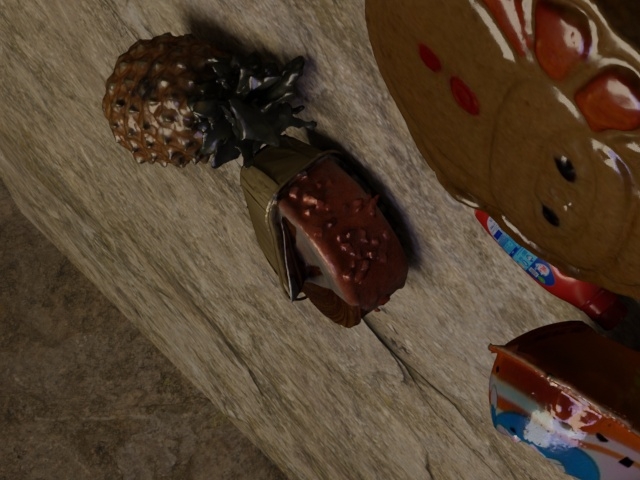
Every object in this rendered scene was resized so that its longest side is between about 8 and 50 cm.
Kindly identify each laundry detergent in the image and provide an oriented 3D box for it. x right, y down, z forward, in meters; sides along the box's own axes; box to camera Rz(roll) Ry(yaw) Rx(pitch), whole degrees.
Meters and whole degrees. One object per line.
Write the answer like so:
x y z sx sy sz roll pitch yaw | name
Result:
0.215 0.011 1.387 0.165 0.049 0.097 46 154 7 | laundry detergent

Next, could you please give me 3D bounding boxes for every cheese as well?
0.251 0.157 1.444 0.217 0.129 0.329 32 177 11 | cheese

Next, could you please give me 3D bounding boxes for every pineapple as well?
-0.113 -0.157 1.764 0.340 0.169 0.169 8 135 52 | pineapple

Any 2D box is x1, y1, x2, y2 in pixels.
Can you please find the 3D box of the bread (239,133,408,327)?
0.000 0.000 1.776 0.212 0.142 0.224 45 162 33 | bread

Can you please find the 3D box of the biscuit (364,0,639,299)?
0.173 -0.096 1.197 0.381 0.074 0.359 49 162 18 | biscuit
